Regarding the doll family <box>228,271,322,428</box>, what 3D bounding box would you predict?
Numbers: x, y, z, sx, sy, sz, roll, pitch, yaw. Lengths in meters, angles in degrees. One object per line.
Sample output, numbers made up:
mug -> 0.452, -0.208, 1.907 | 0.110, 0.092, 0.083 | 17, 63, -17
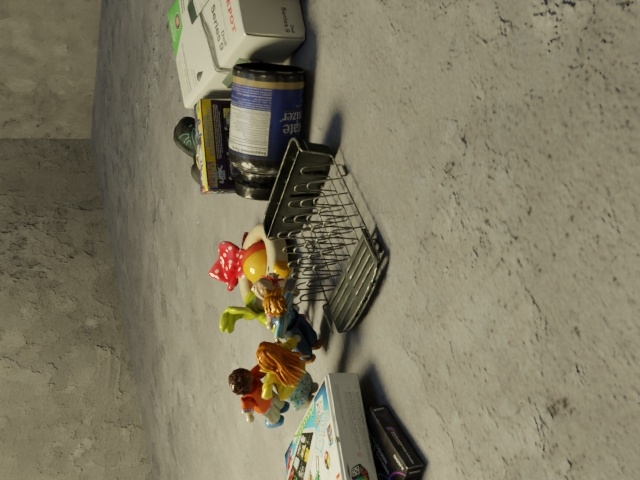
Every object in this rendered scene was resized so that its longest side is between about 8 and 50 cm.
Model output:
doll family -> -0.054, 0.158, 1.124 | 0.163, 0.118, 0.263 | 56, -146, -43

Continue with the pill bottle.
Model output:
pill bottle -> -0.094, -0.184, 1.218 | 0.123, 0.122, 0.219 | -141, 51, -58

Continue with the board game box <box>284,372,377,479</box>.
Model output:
board game box -> 0.008, 0.358, 1.096 | 0.305, 0.053, 0.193 | 112, 155, -50

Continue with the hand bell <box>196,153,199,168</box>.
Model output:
hand bell -> -0.212, -0.228, 1.497 | 0.242, 0.126, 0.126 | -117, 33, -52

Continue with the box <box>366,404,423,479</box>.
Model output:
box -> 0.088, 0.329, 1.001 | 0.116, 0.029, 0.162 | -127, 42, -51

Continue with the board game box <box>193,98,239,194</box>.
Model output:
board game box -> -0.157, -0.173, 1.336 | 0.048, 0.141, 0.170 | 166, 100, -65

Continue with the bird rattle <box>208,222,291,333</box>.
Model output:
bird rattle -> -0.112, 0.061, 1.350 | 0.207, 0.143, 0.254 | -58, 28, 35

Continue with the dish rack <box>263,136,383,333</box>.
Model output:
dish rack -> 0.000, 0.000, 1.097 | 0.208, 0.074, 0.272 | 112, 145, -45

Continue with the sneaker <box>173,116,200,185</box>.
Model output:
sneaker -> -0.255, -0.219, 1.629 | 0.106, 0.101, 0.267 | -59, 42, 24

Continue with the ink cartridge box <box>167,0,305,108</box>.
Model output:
ink cartridge box -> -0.161, -0.392, 1.295 | 0.289, 0.121, 0.211 | -29, 71, 56
